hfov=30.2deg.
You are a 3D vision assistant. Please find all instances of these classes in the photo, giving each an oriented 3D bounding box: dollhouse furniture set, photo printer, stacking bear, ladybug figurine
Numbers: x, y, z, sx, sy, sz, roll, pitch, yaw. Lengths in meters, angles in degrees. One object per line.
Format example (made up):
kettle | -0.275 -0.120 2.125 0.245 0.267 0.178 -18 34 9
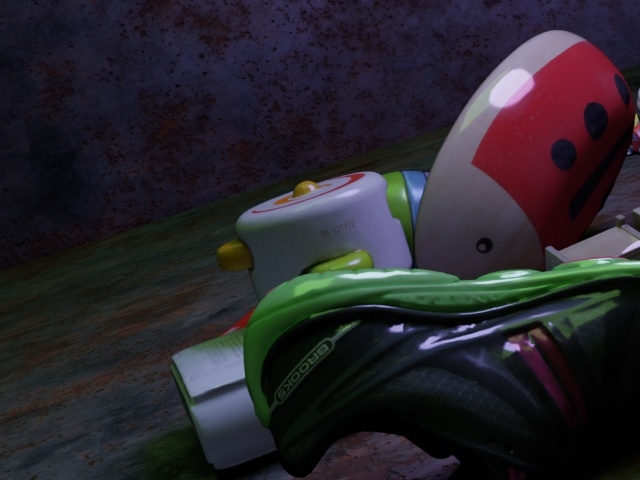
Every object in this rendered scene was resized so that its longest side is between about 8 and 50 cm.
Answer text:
dollhouse furniture set | 0.375 0.053 1.336 0.181 0.101 0.161 -22 35 -19
photo printer | -0.012 0.145 1.388 0.307 0.107 0.256 -20 10 -11
stacking bear | 0.090 -0.027 1.807 0.289 0.175 0.164 -5 -12 -3
ladybug figurine | 0.297 -0.101 1.620 0.162 0.305 0.449 22 62 32

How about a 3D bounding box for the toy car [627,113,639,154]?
toy car | 0.553 -0.191 2.310 0.225 0.053 0.239 -17 10 10

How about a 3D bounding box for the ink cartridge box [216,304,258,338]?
ink cartridge box | -0.028 0.076 1.927 0.238 0.060 0.275 -12 12 27

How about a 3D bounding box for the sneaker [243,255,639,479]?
sneaker | 0.177 0.127 1.035 0.482 0.202 0.185 -3 -17 0

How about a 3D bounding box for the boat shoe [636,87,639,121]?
boat shoe | 0.602 -0.104 1.493 0.186 0.156 0.500 -33 29 -15

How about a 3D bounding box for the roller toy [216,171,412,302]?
roller toy | 0.000 0.000 1.418 0.209 0.146 0.191 -11 11 42
